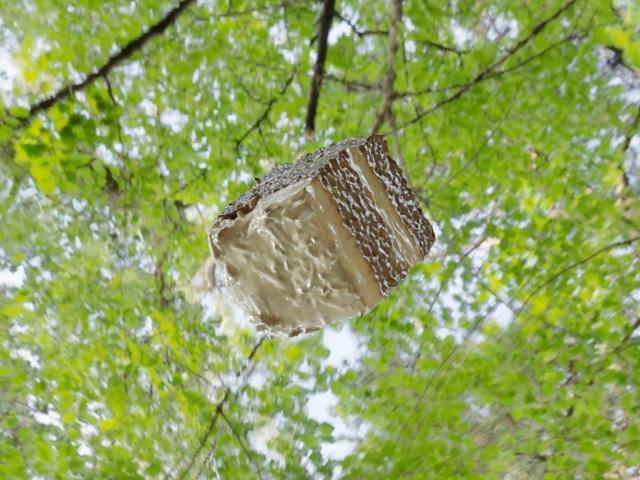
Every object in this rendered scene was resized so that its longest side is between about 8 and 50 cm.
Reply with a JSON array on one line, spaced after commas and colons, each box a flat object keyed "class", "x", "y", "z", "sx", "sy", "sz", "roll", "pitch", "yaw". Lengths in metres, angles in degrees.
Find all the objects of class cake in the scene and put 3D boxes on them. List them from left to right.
[{"class": "cake", "x": 0.000, "y": 0.000, "z": 0.787, "sx": 0.135, "sy": 0.135, "sz": 0.147, "roll": 58, "pitch": -144, "yaw": -17}]
